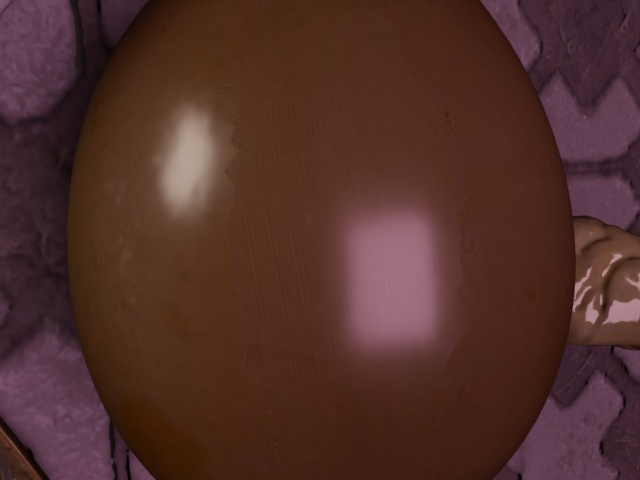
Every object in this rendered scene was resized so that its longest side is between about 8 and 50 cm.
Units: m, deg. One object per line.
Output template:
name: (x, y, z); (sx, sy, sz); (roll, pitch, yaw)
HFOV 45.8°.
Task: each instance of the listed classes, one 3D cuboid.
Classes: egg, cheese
egg: (0.000, 0.000, 0.466); (0.301, 0.301, 0.374); (-13, 108, -28)
cheese: (0.221, 0.036, 0.662); (0.225, 0.214, 0.117); (14, 89, -25)

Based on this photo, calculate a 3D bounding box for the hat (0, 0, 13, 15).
hat: (-0.237, -0.160, 0.383); (0.203, 0.203, 0.126); (-39, 135, -18)

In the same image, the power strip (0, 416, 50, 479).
power strip: (-0.250, 0.121, 0.497); (0.064, 0.044, 0.305); (-35, 116, -21)
